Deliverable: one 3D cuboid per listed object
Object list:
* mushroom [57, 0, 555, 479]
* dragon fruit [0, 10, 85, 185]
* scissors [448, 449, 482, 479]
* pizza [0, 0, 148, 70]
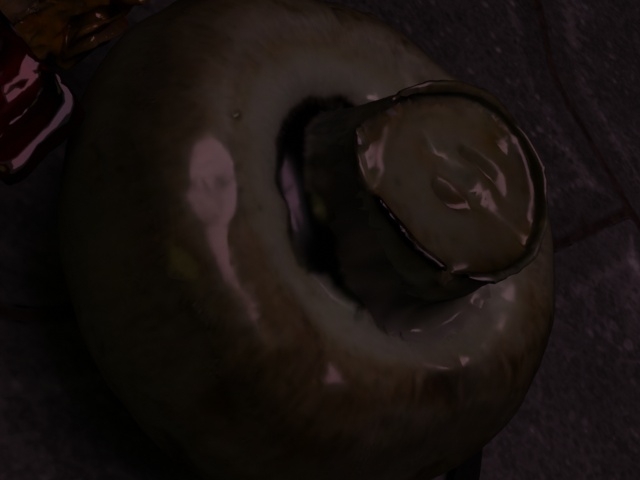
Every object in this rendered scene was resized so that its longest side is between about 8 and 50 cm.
[{"bbox_3d":[0.000,0.000,0.733,0.352,0.260,0.352,14,66,-33],"label":"mushroom"},{"bbox_3d":[-0.321,-0.116,0.634,0.329,0.228,0.286,43,79,-22],"label":"dragon fruit"},{"bbox_3d":[0.102,0.214,0.863,0.088,0.017,0.220,32,48,-17],"label":"scissors"},{"bbox_3d":[-0.143,-0.237,0.792,0.074,0.288,0.251,54,12,-51],"label":"pizza"}]
